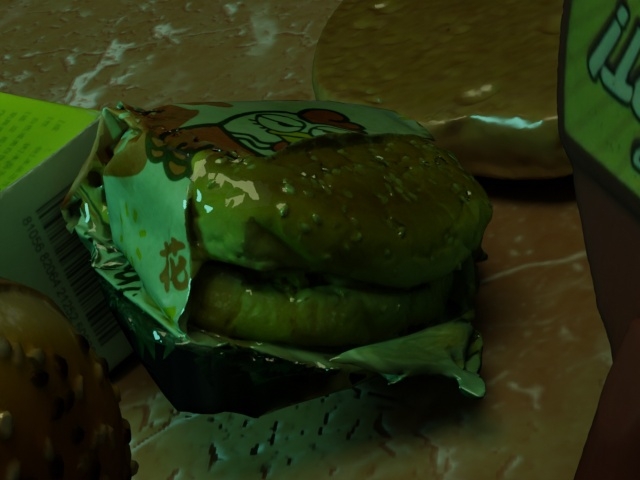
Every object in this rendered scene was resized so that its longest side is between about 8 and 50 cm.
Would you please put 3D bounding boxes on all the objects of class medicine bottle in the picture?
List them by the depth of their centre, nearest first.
[{"bbox_3d":[-0.213,-0.001,1.022,0.250,0.137,0.141,13,44,44],"label":"medicine bottle"}]

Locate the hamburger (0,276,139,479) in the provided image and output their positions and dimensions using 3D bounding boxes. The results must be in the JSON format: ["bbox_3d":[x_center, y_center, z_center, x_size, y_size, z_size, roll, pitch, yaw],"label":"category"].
[{"bbox_3d":[-0.193,0.137,0.647,0.176,0.300,0.300,34,54,22],"label":"hamburger"}]

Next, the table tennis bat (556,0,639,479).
[{"bbox_3d":[0.149,-0.024,0.610,0.051,0.415,0.268,2,27,-22],"label":"table tennis bat"}]

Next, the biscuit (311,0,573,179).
[{"bbox_3d":[0.157,-0.130,1.109,0.351,0.057,0.312,-1,34,30],"label":"biscuit"}]

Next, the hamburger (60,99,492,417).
[{"bbox_3d":[0.001,0.003,0.888,0.214,0.125,0.235,-8,28,-28],"label":"hamburger"}]
